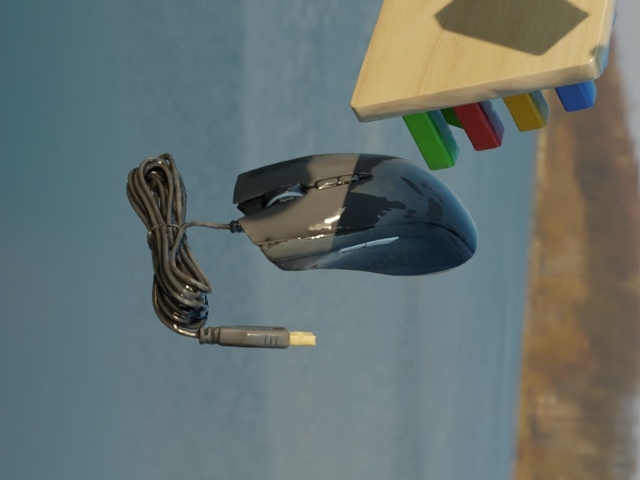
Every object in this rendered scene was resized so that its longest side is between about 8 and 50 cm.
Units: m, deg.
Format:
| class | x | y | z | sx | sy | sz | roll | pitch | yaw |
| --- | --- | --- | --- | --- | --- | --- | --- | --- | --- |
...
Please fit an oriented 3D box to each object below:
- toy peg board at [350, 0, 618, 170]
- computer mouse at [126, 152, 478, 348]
| class | x | y | z | sx | sy | sz | roll | pitch | yaw |
| --- | --- | --- | --- | --- | --- | --- | --- | --- | --- |
| toy peg board | 0.122 | -0.124 | 1.213 | 0.079 | 0.160 | 0.161 | 57 | 36 | -38 |
| computer mouse | 0.000 | 0.000 | 1.352 | 0.184 | 0.262 | 0.060 | -100 | -159 | -45 |
